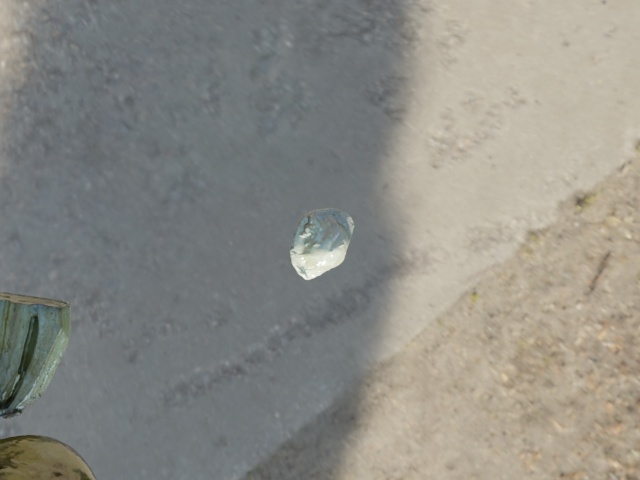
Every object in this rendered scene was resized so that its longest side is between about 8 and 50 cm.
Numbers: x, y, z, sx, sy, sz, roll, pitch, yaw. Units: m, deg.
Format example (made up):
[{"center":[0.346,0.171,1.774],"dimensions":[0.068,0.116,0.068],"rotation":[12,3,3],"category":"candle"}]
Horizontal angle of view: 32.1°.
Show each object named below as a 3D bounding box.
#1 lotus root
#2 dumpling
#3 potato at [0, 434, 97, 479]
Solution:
[{"center":[-0.352,0.123,1.258],"dimensions":[0.143,0.070,0.144],"rotation":[16,97,13],"category":"lotus root"},{"center":[0.001,0.001,1.226],"dimensions":[0.076,0.052,0.057],"rotation":[-35,130,13],"category":"dumpling"},{"center":[-0.341,0.339,1.121],"dimensions":[0.202,0.218,0.351],"rotation":[-8,151,-45],"category":"potato"}]
